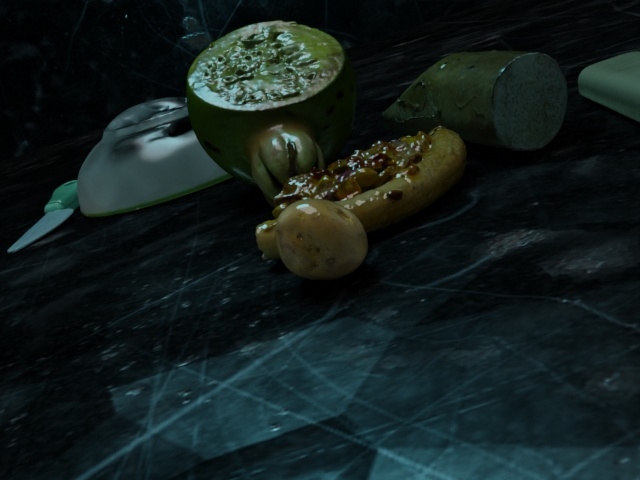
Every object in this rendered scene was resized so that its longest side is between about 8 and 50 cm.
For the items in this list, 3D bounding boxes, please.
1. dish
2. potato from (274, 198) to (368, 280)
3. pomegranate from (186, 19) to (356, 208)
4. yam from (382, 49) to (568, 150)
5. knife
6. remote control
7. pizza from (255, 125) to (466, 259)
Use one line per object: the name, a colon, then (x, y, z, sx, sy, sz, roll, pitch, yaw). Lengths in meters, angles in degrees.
dish: (-0.227, -0.152, 1.268, 0.324, 0.124, 0.324, -17, 16, 5)
potato: (0.000, 0.000, 0.617, 0.062, 0.068, 0.083, -57, -2, 5)
pomegranate: (-0.036, -0.130, 0.960, 0.190, 0.159, 0.241, -34, 49, -23)
yam: (0.153, -0.147, 0.885, 0.106, 0.106, 0.259, -23, 18, -15)
knife: (-0.393, -0.035, 1.247, 0.063, 0.034, 0.260, -11, 22, 4)
remote control: (0.319, -0.147, 0.801, 0.090, 0.038, 0.309, -18, 15, 6)
pizza: (0.044, -0.048, 0.736, 0.246, 0.058, 0.127, -22, 15, -23)
